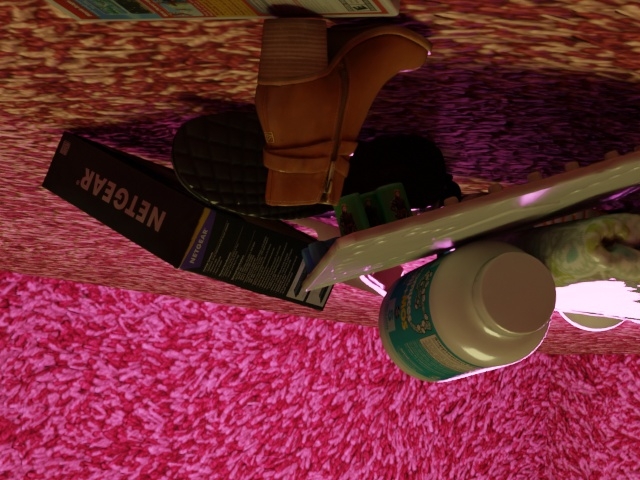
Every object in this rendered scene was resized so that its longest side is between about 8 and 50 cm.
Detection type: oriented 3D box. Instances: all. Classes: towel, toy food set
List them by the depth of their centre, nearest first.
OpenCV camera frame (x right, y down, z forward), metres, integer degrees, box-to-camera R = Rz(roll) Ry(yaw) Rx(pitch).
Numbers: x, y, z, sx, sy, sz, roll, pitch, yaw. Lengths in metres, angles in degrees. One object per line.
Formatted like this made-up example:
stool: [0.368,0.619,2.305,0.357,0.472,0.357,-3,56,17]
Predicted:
towel: [0.400,0.035,1.732,0.374,0.090,0.320,8,169,-21]
toy food set: [0.000,0.000,2.201,0.220,0.092,0.306,19,174,17]

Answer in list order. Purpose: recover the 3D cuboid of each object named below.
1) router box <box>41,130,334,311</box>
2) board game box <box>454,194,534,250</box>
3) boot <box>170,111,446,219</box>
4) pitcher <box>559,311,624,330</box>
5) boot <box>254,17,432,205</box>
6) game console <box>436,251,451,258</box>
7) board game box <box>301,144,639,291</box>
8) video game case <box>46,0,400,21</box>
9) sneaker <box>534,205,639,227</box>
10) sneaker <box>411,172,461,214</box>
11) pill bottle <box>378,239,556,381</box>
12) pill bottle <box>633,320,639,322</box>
router box: [-0.157,-0.025,1.729,0.243,0.081,0.309,19,-174,-46]
board game box: [0.173,-0.022,2.031,0.259,0.030,0.136,-2,153,40]
boot: [-0.043,-0.066,1.653,0.338,0.118,0.223,8,172,-25]
pitcher: [0.418,0.050,2.103,0.178,0.125,0.207,-37,154,14]
boot: [0.018,-0.105,1.180,0.197,0.152,0.073,-5,-171,-44]
game console: [0.226,0.003,2.121,0.122,0.071,0.107,2,171,18]
board game box: [0.178,-0.042,1.473,0.390,0.050,0.390,-16,174,-8]
video game case: [-0.102,-0.207,1.060,0.285,0.025,0.204,2,171,19]
sneaker: [0.396,-0.007,1.931,0.215,0.084,0.083,0,176,28]
sneaker: [0.147,-0.052,1.824,0.075,0.063,0.170,-6,175,12]
pill bottle: [0.175,0.081,1.649,0.146,0.146,0.264,8,166,-17]
pill bottle: [0.547,0.073,2.225,0.221,0.121,0.121,2,171,21]
